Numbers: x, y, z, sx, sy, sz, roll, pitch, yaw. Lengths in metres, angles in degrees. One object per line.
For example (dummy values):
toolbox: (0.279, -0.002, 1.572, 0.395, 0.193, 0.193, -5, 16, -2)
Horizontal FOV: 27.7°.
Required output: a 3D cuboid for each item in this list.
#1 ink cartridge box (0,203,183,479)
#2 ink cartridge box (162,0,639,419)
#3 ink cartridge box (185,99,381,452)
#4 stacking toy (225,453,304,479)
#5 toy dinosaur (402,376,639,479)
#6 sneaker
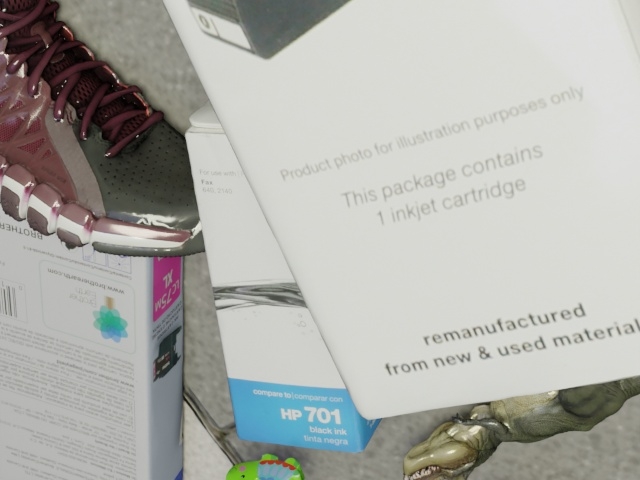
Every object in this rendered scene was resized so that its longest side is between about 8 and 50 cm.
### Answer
ink cartridge box: (-0.189, 0.098, 0.922, 0.185, 0.065, 0.311, 14, 120, 18)
ink cartridge box: (0.054, -0.177, 0.513, 0.166, 0.285, 0.395, -14, 109, 32)
ink cartridge box: (0.000, 0.000, 0.727, 0.082, 0.140, 0.191, 5, 119, 21)
stacking toy: (0.050, 0.222, 0.852, 0.221, 0.052, 0.167, 8, 139, 22)
toy dinosaur: (0.144, 0.071, 0.748, 0.268, 0.064, 0.118, -22, 122, 34)
sneaker: (-0.163, -0.103, 0.773, 0.281, 0.106, 0.163, 21, 121, 15)
